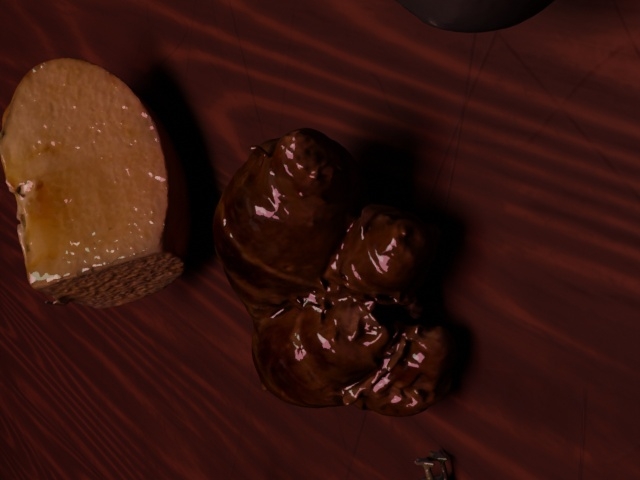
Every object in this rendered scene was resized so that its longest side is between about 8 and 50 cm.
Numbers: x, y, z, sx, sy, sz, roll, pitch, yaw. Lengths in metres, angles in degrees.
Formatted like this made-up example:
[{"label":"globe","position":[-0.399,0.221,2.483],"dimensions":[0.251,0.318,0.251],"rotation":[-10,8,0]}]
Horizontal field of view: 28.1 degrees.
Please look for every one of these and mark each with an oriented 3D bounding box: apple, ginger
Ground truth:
[{"label":"apple","position":[-0.317,-0.079,1.780],"dimensions":[0.314,0.252,0.309],"rotation":[139,125,-59]},{"label":"ginger","position":[0.006,0.039,1.294],"dimensions":[0.274,0.152,0.357],"rotation":[22,133,52]}]

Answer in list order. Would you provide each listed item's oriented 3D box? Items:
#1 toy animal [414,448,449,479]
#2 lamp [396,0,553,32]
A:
[{"label":"toy animal","position":[0.134,0.254,1.309],"dimensions":[0.217,0.041,0.075],"rotation":[-16,91,59]},{"label":"lamp","position":[0.080,-0.260,0.996],"dimensions":[0.314,0.182,0.181],"rotation":[27,127,58]}]
